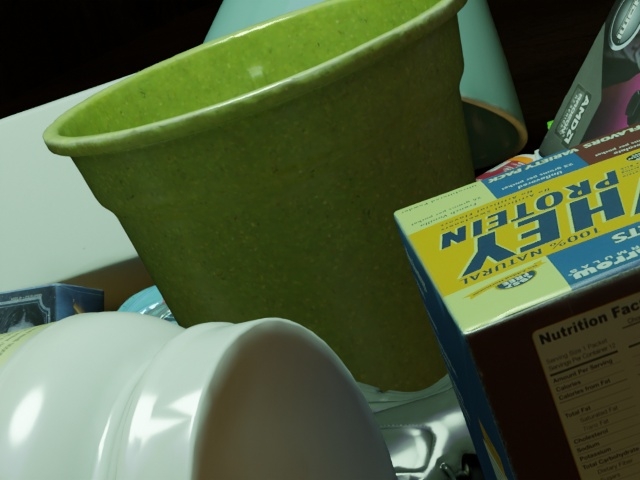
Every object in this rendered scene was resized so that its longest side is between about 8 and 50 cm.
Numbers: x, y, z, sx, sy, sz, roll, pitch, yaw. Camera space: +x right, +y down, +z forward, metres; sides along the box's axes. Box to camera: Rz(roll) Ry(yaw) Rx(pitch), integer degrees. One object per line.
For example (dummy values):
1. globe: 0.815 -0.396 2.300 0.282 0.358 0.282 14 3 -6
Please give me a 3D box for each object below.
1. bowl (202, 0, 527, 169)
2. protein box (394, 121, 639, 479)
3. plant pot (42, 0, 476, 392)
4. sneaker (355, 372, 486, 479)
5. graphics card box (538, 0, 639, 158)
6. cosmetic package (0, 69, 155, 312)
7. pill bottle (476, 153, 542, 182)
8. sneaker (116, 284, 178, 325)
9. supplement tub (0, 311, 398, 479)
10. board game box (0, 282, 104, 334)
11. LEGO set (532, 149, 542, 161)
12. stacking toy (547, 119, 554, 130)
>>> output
1. bowl: 0.030 -0.170 1.614 0.311 0.163 0.311 3 -12 1
2. protein box: 0.137 0.077 0.784 0.136 0.201 0.200 -20 15 0
3. plant pot: 0.000 0.000 1.148 0.276 0.254 0.276 -19 14 5
4. sneaker: 0.083 0.117 0.958 0.286 0.109 0.130 -23 25 9
5. graphics card box: 0.260 -0.074 0.969 0.094 0.233 0.371 21 16 -19
6. cosmetic package: -0.240 0.004 1.504 0.385 0.156 0.217 -17 -16 10
7. pill bottle: 0.112 0.004 1.319 0.152 0.086 0.086 -29 17 -29
8. sneaker: -0.023 0.056 1.335 0.261 0.104 0.125 -29 27 -6
9. supplement tub: -0.144 0.161 0.794 0.324 0.235 0.235 -13 16 24
10. board game box: -0.231 0.122 1.104 0.243 0.165 0.042 -10 -14 37
11. LEGO set: 0.241 -0.029 1.212 0.182 0.060 0.244 -3 28 3
12. stacking toy: 0.278 -0.084 1.500 0.167 0.052 0.221 -17 13 6
